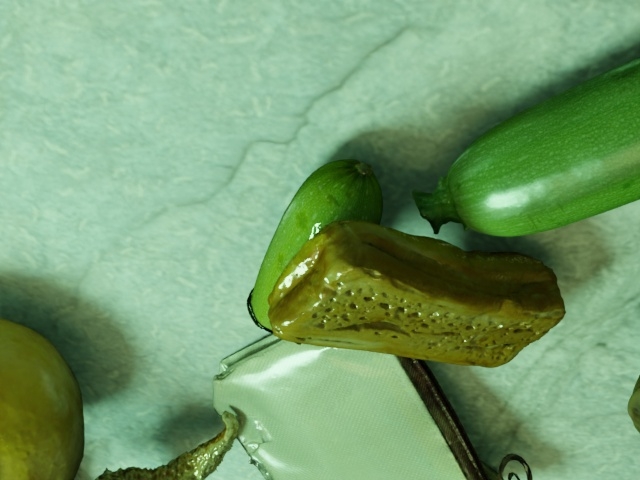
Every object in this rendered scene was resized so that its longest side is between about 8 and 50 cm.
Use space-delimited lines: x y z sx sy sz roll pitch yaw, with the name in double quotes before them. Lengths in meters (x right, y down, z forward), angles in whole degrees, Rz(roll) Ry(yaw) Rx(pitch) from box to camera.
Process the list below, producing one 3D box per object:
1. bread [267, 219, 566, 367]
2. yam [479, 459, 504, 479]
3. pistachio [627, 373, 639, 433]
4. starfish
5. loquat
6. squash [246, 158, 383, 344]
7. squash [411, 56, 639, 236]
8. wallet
"bread" 0.085 0.053 1.018 0.271 0.077 0.139 9 140 -35
"yam" 0.164 0.242 1.285 0.107 0.014 0.014 38 128 -23
"pistachio" 0.410 0.133 1.052 0.260 0.163 0.213 -33 141 19
"starfish" -0.253 0.309 1.246 0.084 0.293 0.301 56 140 5
"loquat" -0.353 0.190 1.193 0.238 0.238 0.193 36 150 -22
"squash" 0.000 0.000 1.042 0.095 0.095 0.188 16 129 -5
"squash" 0.247 -0.086 0.904 0.395 0.107 0.107 -22 126 28
"wallet" 0.042 0.207 1.235 0.275 0.068 0.335 -20 118 25
